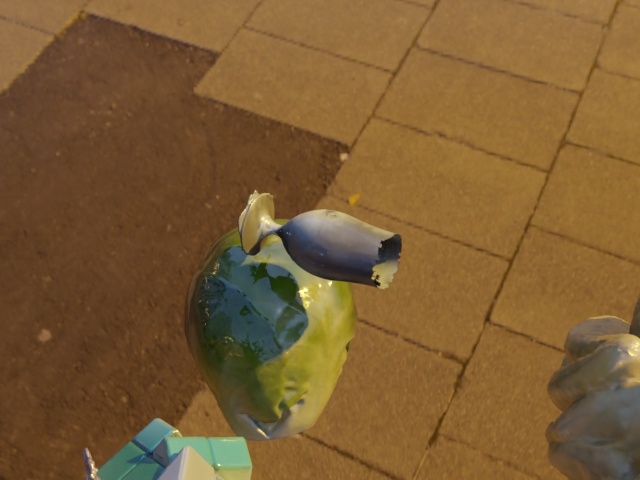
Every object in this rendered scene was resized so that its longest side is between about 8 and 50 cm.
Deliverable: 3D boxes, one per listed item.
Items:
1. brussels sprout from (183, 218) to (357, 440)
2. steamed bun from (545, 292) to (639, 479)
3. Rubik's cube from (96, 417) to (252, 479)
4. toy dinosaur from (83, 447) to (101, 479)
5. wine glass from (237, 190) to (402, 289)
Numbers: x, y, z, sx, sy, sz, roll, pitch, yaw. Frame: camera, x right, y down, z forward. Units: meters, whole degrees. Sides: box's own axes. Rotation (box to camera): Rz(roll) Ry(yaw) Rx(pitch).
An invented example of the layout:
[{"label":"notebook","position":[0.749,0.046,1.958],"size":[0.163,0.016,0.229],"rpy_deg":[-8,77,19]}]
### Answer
[{"label":"brussels sprout","position":[-0.085,0.143,1.370],"size":[0.281,0.289,0.355],"rpy_deg":[-5,94,-26]},{"label":"steamed bun","position":[0.326,0.150,0.703],"size":[0.230,0.325,0.372],"rpy_deg":[45,50,1]},{"label":"Rubik's cube","position":[-0.165,0.361,1.014],"size":[0.265,0.224,0.213],"rpy_deg":[-43,28,-25]},{"label":"toy dinosaur","position":[-0.224,0.310,0.814],"size":[0.039,0.082,0.209],"rpy_deg":[2,77,-33]},{"label":"wine glass","position":[0.000,0.000,1.179],"size":[0.222,0.103,0.103],"rpy_deg":[15,56,21]}]
